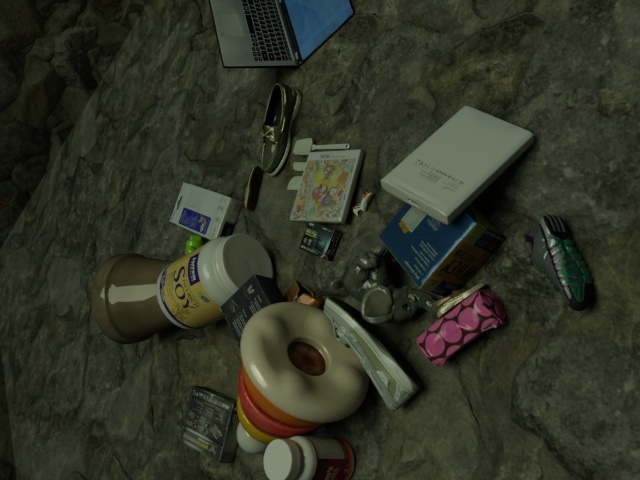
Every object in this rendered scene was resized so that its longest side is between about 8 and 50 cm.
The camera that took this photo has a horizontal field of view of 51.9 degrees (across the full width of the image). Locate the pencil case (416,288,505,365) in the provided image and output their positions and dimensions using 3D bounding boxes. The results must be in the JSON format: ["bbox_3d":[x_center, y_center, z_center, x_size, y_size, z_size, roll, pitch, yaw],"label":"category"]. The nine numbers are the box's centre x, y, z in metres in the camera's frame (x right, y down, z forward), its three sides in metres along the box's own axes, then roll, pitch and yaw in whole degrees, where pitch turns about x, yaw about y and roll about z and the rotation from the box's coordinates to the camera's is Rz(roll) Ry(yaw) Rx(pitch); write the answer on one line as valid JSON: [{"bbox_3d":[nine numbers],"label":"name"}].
[{"bbox_3d":[0.321,0.205,1.503,0.209,0.095,0.098,-45,56,28],"label":"pencil case"}]

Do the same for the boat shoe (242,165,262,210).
[{"bbox_3d":[-0.238,-0.179,2.220,0.049,0.056,0.152,8,83,41],"label":"boat shoe"}]

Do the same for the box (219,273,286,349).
[{"bbox_3d":[-0.179,0.208,1.861,0.158,0.093,0.156,-44,58,19],"label":"box"}]

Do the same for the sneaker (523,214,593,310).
[{"bbox_3d":[0.501,0.059,1.395,0.098,0.083,0.224,129,142,-49],"label":"sneaker"}]

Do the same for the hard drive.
[{"bbox_3d":[0.318,-0.184,1.534,0.307,0.040,0.203,-41,51,-18],"label":"hard drive"}]

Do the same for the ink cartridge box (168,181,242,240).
[{"bbox_3d":[-0.420,-0.103,2.373,0.332,0.065,0.165,21,92,45],"label":"ink cartridge box"}]

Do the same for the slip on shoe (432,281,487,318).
[{"bbox_3d":[0.324,0.131,1.536,0.135,0.051,0.041,-38,60,15],"label":"slip on shoe"}]

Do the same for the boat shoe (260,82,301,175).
[{"bbox_3d":[-0.150,-0.367,2.168,0.109,0.091,0.305,10,83,47],"label":"boat shoe"}]

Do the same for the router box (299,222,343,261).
[{"bbox_3d":[0.000,0.000,1.931,0.122,0.038,0.092,21,91,47],"label":"router box"}]

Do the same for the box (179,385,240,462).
[{"bbox_3d":[-0.341,0.574,2.068,0.231,0.056,0.183,6,81,46],"label":"box"}]

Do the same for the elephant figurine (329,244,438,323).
[{"bbox_3d":[0.168,0.144,1.643,0.239,0.169,0.186,61,150,20],"label":"elephant figurine"}]

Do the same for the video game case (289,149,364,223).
[{"bbox_3d":[0.017,-0.160,1.944,0.206,0.026,0.227,3,72,42],"label":"video game case"}]

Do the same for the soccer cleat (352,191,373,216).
[{"bbox_3d":[0.124,-0.102,1.851,0.083,0.029,0.036,-46,58,29],"label":"soccer cleat"}]

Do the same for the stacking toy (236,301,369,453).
[{"bbox_3d":[-0.120,0.428,1.761,0.480,0.350,0.351,-57,43,36],"label":"stacking toy"}]

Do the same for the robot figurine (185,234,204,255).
[{"bbox_3d":[-0.450,0.039,2.350,0.101,0.067,0.115,150,123,-68],"label":"robot figurine"}]

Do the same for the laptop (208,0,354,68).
[{"bbox_3d":[-0.148,-0.799,2.220,0.236,0.407,0.382,108,152,-54],"label":"laptop"}]

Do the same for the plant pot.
[{"bbox_3d":[-0.581,0.192,2.290,0.280,0.323,0.323,-8,70,27],"label":"plant pot"}]

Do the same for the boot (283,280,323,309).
[{"bbox_3d":[-0.124,0.214,1.931,0.283,0.109,0.220,31,100,44],"label":"boot"}]

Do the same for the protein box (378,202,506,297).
[{"bbox_3d":[0.286,-0.008,1.573,0.201,0.136,0.200,-52,46,19],"label":"protein box"}]

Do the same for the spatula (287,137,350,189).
[{"bbox_3d":[-0.010,-0.237,2.037,0.242,0.019,0.168,6,80,46],"label":"spatula"}]

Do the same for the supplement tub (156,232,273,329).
[{"bbox_3d":[-0.334,0.130,2.077,0.331,0.241,0.241,-27,59,37],"label":"supplement tub"}]

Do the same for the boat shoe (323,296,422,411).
[{"bbox_3d":[0.109,0.270,1.620,0.103,0.118,0.320,-47,73,10],"label":"boat shoe"}]

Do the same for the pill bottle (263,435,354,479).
[{"bbox_3d":[-0.027,0.551,1.639,0.121,0.221,0.121,-17,65,41],"label":"pill bottle"}]
